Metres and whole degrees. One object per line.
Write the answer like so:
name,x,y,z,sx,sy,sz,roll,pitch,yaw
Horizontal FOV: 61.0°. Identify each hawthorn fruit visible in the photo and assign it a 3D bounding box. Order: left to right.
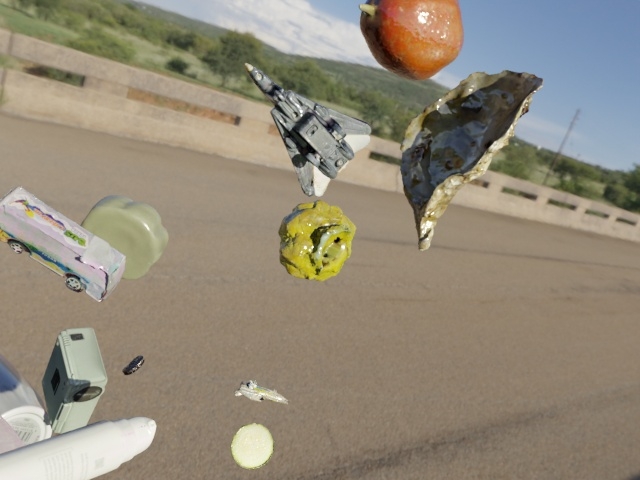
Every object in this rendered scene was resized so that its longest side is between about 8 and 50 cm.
hawthorn fruit,0.160,-0.420,1.062,0.251,0.199,0.199,-4,27,-40

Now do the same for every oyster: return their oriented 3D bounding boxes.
oyster,0.268,-0.186,1.102,0.111,0.396,0.204,17,26,-47

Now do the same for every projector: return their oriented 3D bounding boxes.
projector,-0.687,0.389,1.500,0.099,0.256,0.192,1,45,-42

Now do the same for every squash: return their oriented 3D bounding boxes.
squash,-0.164,0.488,1.247,0.094,0.224,0.094,5,60,-9

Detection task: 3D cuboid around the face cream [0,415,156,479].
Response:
face cream,-0.473,0.410,1.022,0.102,0.101,0.346,29,16,30

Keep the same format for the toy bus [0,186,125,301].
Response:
toy bus,-0.615,0.009,1.289,0.317,0.138,0.112,34,44,-13

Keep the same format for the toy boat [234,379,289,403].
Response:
toy boat,-0.214,0.578,2.040,0.210,0.066,0.084,20,-28,-9

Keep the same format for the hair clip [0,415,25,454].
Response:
hair clip,-0.810,0.506,1.333,0.359,0.095,0.110,42,-10,18

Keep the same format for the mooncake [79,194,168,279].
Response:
mooncake,-0.621,-0.015,1.733,0.275,0.274,0.135,20,27,-2

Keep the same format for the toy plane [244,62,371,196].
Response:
toy plane,-0.035,-0.236,1.083,0.103,0.204,0.316,43,2,43

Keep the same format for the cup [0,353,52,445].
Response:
cup,-0.973,0.501,1.595,0.372,0.253,0.253,19,11,38

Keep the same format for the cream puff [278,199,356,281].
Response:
cream puff,0.002,0.000,1.722,0.282,0.281,0.185,11,-13,-33

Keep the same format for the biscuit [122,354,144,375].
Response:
biscuit,-0.711,0.475,2.069,0.027,0.089,0.087,58,6,-19
